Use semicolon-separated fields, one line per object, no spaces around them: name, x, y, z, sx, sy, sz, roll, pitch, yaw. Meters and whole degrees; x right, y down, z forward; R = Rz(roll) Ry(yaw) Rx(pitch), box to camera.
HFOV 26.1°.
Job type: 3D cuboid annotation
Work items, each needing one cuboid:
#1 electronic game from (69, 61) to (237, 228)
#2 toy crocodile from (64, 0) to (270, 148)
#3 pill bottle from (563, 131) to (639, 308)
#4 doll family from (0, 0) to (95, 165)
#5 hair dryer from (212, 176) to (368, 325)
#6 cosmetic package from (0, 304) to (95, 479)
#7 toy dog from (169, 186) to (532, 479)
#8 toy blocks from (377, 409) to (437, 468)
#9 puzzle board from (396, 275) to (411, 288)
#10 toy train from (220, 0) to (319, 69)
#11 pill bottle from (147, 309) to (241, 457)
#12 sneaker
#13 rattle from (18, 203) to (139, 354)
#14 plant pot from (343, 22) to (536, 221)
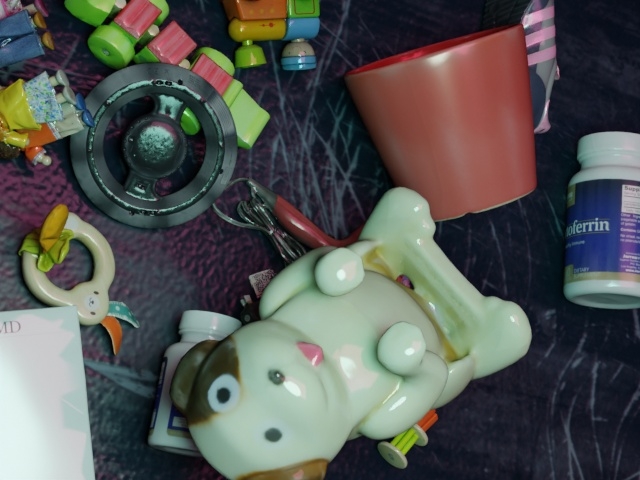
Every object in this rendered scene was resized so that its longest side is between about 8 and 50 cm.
electronic game;-0.227;-0.129;1.887;0.229;0.048;0.229;-2;103;-11
toy crocodile;-0.210;-0.256;1.924;0.340;0.105;0.115;42;65;-15
pill bottle;0.469;-0.032;2.203;0.153;0.153;0.264;11;75;-25
doll family;-0.418;-0.217;1.786;0.163;0.118;0.262;-22;91;5
hair dryer;0.000;0.000;1.999;0.294;0.080;0.223;-9;84;-28
cosmetic package;-0.399;0.280;1.701;0.217;0.156;0.384;-6;84;-26
toy dog;-0.003;0.156;1.771;0.408;0.395;0.284;-28;82;-48
toy blocks;0.127;0.242;2.034;0.123;0.054;0.148;49;63;-10
puzzle board;0.113;0.064;2.038;0.096;0.011;0.128;2;95;-61
toy train;-0.114;-0.313;1.995;0.248;0.105;0.143;-8;98;-28
pill bottle;-0.163;0.194;1.862;0.112;0.112;0.186;16;74;-24
sneaker;0.335;-0.320;2.229;0.131;0.112;0.318;24;73;-39
rattle;-0.295;0.049;1.810;0.130;0.143;0.199;-32;90;-46
plant pot;0.196;-0.169;2.045;0.275;0.275;0.243;-21;101;-28
